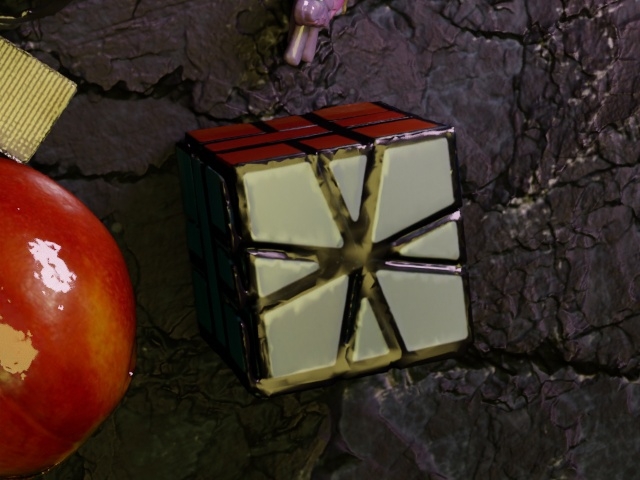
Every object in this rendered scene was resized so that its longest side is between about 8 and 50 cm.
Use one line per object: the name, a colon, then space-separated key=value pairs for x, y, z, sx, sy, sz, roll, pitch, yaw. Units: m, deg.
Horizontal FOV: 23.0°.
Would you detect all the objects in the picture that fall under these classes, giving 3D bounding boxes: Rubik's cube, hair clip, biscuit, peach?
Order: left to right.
peach: x=-0.385 y=0.082 z=1.756 sx=0.370 sy=0.370 sz=0.370 roll=-4 pitch=103 yaw=-17
biscuit: x=-0.401 y=-0.187 z=1.853 sx=0.199 sy=0.040 sz=0.121 roll=34 pitch=87 yaw=-23
hair clip: x=-0.001 y=-0.352 z=1.913 sx=0.090 sy=0.137 sz=0.278 roll=4 pitch=102 yaw=17
Rubik's cube: x=0.000 y=0.000 z=1.895 sx=0.293 sy=0.283 sz=0.288 roll=-8 pitch=105 yaw=-13

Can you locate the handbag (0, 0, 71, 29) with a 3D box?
handbag: x=-0.338 y=-0.378 z=1.778 sx=0.302 sy=0.149 sz=0.283 roll=11 pitch=100 yaw=-22
